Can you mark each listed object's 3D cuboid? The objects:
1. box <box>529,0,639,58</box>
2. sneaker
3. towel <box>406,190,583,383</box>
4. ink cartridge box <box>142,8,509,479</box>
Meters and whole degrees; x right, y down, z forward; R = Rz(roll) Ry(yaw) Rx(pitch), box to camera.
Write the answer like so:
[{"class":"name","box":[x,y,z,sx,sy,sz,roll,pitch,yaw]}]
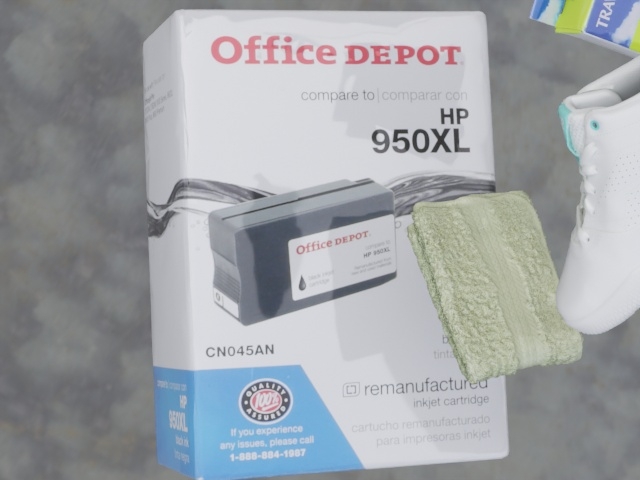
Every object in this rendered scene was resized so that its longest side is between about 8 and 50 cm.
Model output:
[{"class":"box","box":[0.243,-0.179,1.061,0.178,0.042,0.109,14,94,-27]},{"class":"sneaker","box":[0.166,-0.043,0.828,0.094,0.080,0.212,19,123,-12]},{"class":"towel","box":[0.133,0.032,1.143,0.110,0.148,0.027,-11,160,-18]},{"class":"ink cartridge box","box":[0.000,0.000,1.328,0.285,0.166,0.395,-2,88,-17]}]
